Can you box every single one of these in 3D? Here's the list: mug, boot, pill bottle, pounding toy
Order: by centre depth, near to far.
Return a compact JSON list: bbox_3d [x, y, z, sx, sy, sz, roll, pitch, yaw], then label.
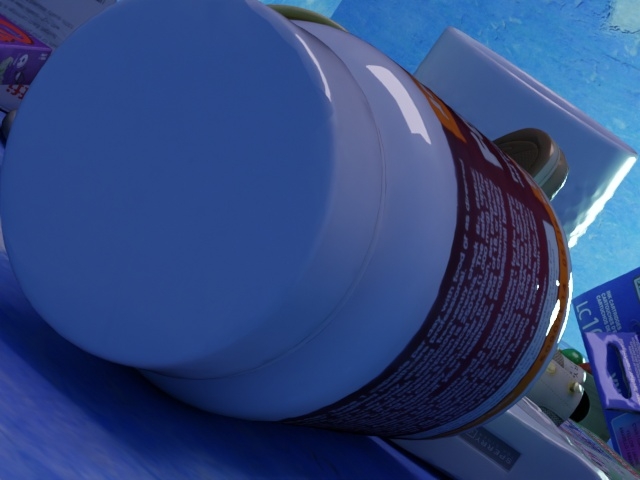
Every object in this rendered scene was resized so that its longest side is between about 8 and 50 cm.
[{"bbox_3d":[0.000,0.000,0.832,0.224,0.224,0.392,36,5,25],"label":"pill bottle"},{"bbox_3d":[0.112,0.142,1.071,0.258,0.095,0.123,42,-1,12],"label":"boot"},{"bbox_3d":[0.153,0.052,1.137,0.203,0.262,0.095,33,15,-24],"label":"boot"},{"bbox_3d":[0.189,-0.047,1.714,0.276,0.328,0.374,38,13,15],"label":"mug"},{"bbox_3d":[0.352,0.217,1.738,0.206,0.094,0.181,34,5,12],"label":"pounding toy"}]

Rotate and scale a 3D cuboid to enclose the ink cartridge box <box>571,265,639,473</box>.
[{"bbox_3d":[0.452,0.193,1.658,0.395,0.151,0.270,31,40,-46],"label":"ink cartridge box"}]

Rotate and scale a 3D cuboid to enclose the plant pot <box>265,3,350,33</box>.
[{"bbox_3d":[-0.060,-0.120,1.622,0.254,0.254,0.239,34,-10,1],"label":"plant pot"}]

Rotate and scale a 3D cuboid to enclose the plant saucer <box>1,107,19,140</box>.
[{"bbox_3d":[-0.098,-0.036,1.285,0.400,0.101,0.400,34,5,-4],"label":"plant saucer"}]

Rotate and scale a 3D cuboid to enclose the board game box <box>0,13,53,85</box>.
[{"bbox_3d":[-0.376,-0.196,1.113,0.208,0.056,0.347,38,13,7],"label":"board game box"}]

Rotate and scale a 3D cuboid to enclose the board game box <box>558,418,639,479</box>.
[{"bbox_3d":[0.247,0.220,1.328,0.213,0.046,0.317,33,5,-21],"label":"board game box"}]

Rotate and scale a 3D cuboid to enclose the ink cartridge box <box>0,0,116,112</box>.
[{"bbox_3d":[-0.297,-0.247,1.366,0.160,0.219,0.092,30,3,-39],"label":"ink cartridge box"}]
